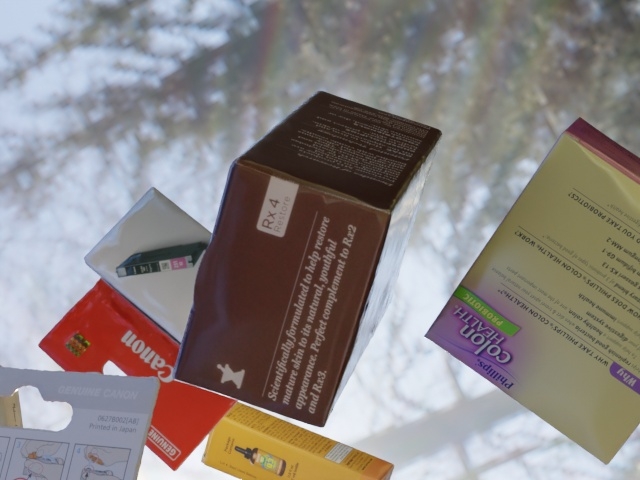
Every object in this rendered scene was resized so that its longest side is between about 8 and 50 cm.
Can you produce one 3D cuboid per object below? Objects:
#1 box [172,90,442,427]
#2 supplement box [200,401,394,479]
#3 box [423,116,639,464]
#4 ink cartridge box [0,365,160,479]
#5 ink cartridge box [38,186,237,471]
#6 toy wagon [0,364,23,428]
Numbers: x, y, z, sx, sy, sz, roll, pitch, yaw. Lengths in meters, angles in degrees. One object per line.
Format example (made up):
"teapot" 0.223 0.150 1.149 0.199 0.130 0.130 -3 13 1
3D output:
"box" 0.000 0.000 1.531 0.143 0.191 0.381 19 -164 7
"supplement box" -0.030 0.285 2.253 0.233 0.078 0.080 21 -161 12
"box" 0.259 0.046 1.674 0.213 0.243 0.117 35 -163 7
"ink cartridge box" -0.174 0.184 0.970 0.056 0.181 0.225 44 -126 -53
"ink cartridge box" -0.187 0.100 2.096 0.275 0.239 0.060 37 169 31
"toy wagon" -0.528 0.254 2.187 0.068 0.344 0.267 25 -127 -65
